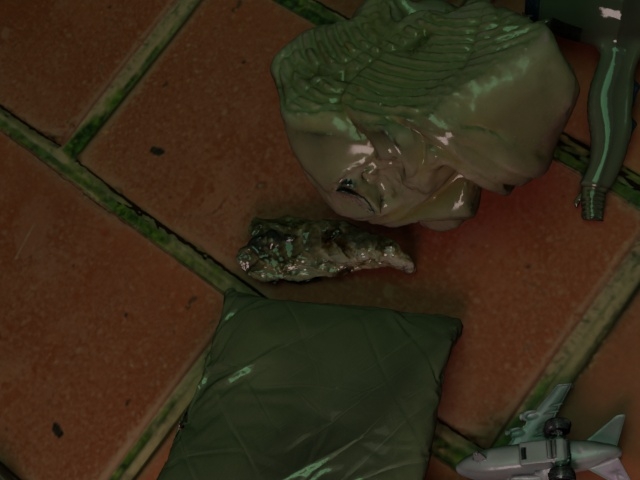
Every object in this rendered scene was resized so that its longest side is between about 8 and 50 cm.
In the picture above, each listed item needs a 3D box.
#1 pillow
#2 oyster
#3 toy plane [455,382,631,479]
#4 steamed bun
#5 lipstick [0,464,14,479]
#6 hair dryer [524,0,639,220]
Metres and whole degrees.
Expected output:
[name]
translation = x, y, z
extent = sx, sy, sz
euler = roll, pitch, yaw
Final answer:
[pillow]
translation = -0.010, 0.180, 1.194
extent = 0.274, 0.076, 0.280
euler = 4, 52, 18
[oyster]
translation = 0.000, 0.002, 1.292
extent = 0.200, 0.061, 0.106
euler = -12, 66, 13
[toy plane]
translation = 0.217, 0.215, 1.143
extent = 0.171, 0.065, 0.162
euler = -5, 57, 11
[steamed bun]
translation = 0.111, -0.126, 1.227
extent = 0.275, 0.206, 0.320
euler = -44, 40, -19
[lipstick]
translation = -0.327, 0.327, 1.279
extent = 0.186, 0.057, 0.063
euler = 40, 86, 23
[hair dryer]
translation = 0.385, -0.192, 1.237
extent = 0.296, 0.119, 0.298
euler = -14, 83, 8
